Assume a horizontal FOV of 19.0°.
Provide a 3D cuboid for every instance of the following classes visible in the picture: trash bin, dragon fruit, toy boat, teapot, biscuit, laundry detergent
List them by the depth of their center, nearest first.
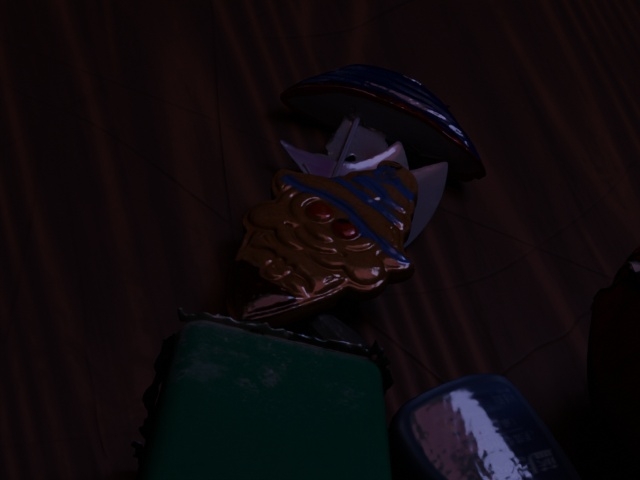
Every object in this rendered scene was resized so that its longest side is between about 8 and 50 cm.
[{"bbox_3d":[-0.057,0.241,1.460,0.259,0.295,0.381,12,37,-8],"label":"trash bin"},{"bbox_3d":[0.183,0.249,1.664,0.143,0.094,0.290,-14,52,-36],"label":"laundry detergent"},{"bbox_3d":[0.384,0.114,1.709,0.295,0.302,0.296,-3,40,3],"label":"dragon fruit"},{"bbox_3d":[-0.001,0.081,1.811,0.043,0.043,0.110,-24,55,-36],"label":"teapot"},{"bbox_3d":[0.000,0.000,1.846,0.183,0.043,0.280,29,46,26],"label":"biscuit"},{"bbox_3d":[0.068,-0.062,1.967,0.219,0.072,0.318,3,48,-12],"label":"toy boat"}]
